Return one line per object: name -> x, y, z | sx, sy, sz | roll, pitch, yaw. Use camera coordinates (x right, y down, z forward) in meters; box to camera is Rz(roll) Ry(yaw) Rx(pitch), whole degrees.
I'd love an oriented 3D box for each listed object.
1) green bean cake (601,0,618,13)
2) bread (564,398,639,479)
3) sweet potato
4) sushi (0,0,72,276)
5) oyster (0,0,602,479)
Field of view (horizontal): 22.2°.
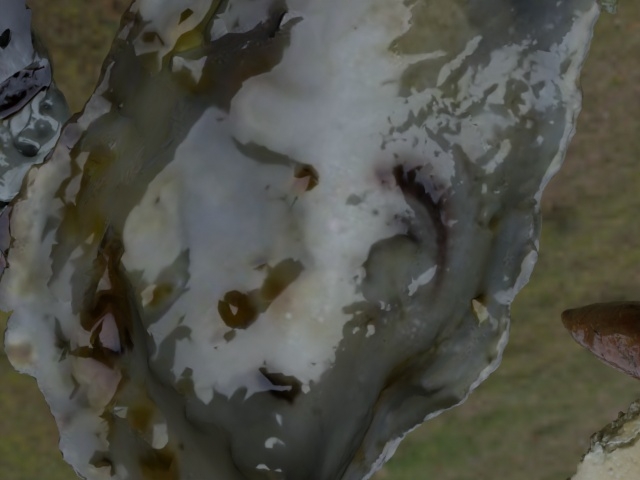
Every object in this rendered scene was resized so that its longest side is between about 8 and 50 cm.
green bean cake -> 0.059, -0.147, 1.068 | 0.233, 0.236, 0.124 | 31, -164, -30
bread -> 0.303, 0.159, 1.204 | 0.181, 0.251, 0.039 | 34, -163, -3
sweet potato -> 0.232, 0.071, 1.088 | 0.058, 0.055, 0.202 | -32, -159, -20
sushi -> -0.262, -0.116, 1.221 | 0.124, 0.130, 0.332 | -35, 145, -24
oyster -> -0.028, 0.005, 0.674 | 0.204, 0.396, 0.111 | 17, -168, -9
